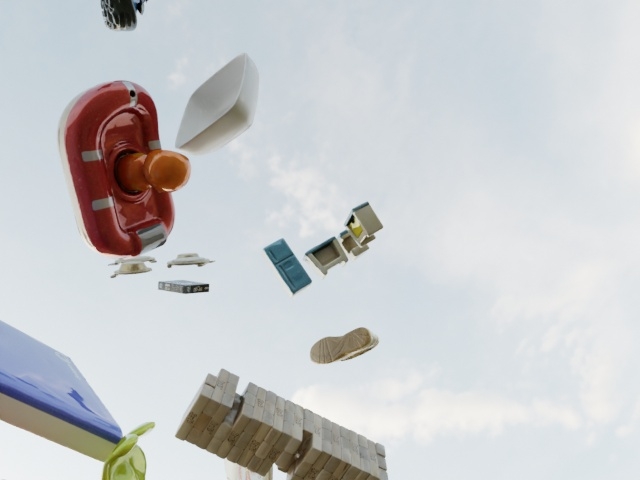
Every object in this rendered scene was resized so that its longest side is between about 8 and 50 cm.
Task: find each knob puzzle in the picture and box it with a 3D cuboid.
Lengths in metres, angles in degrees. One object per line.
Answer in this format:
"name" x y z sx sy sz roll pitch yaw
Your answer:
"knob puzzle" -0.136 0.417 1.110 0.030 0.213 0.213 17 -70 -29

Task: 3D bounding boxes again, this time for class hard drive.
"hard drive" -0.364 0.104 0.572 0.040 0.210 0.318 -53 -48 -13

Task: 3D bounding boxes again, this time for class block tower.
"block tower" -0.048 0.320 0.892 0.336 0.091 0.097 29 -74 -9

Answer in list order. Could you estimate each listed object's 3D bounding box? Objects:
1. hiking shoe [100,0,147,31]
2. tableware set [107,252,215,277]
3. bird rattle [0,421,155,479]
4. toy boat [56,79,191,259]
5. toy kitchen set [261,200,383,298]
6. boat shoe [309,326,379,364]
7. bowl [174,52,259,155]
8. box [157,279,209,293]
"hiking shoe" -0.317 -0.481 0.995 0.132 0.303 0.113 1 -32 -18
"tableware set" -0.250 0.037 0.891 0.169 0.141 0.020 -4 -84 -9
"bird rattle" -0.263 0.281 0.525 0.254 0.143 0.206 -6 -41 -35
"toy boat" -0.235 -0.092 0.739 0.151 0.151 0.230 -2 -74 27
"toy kitchen set" 0.000 0.000 1.185 0.207 0.122 0.166 -30 -14 -21
"boat shoe" 0.053 0.235 1.226 0.170 0.062 0.059 -23 -34 35
"bowl" -0.142 -0.192 0.830 0.142 0.141 0.053 -28 -47 33
"box" -0.281 0.095 1.165 0.067 0.083 0.018 1 -88 -54
